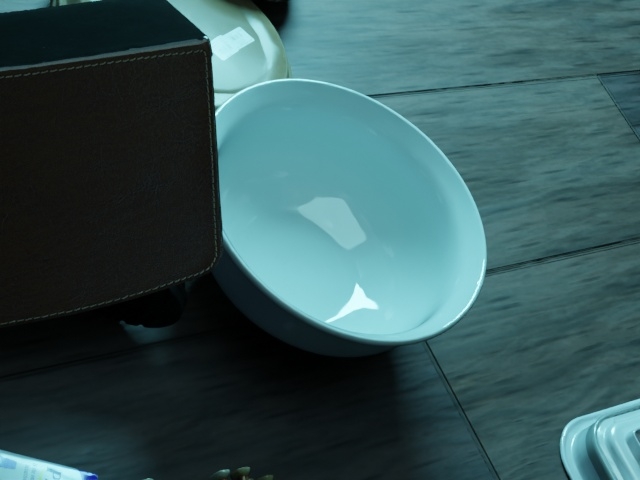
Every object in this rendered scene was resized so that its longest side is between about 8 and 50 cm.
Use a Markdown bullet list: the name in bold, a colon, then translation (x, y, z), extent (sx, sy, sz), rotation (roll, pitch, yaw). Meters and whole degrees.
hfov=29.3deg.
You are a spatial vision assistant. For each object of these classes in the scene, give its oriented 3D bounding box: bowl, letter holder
- **bowl**: translation (0.000, 0.000, 1.171), extent (0.297, 0.134, 0.298), rotation (15, 50, -19)
- **letter holder**: translation (-0.244, -0.059, 0.977), extent (0.301, 0.214, 0.152), rotation (-12, 28, -19)

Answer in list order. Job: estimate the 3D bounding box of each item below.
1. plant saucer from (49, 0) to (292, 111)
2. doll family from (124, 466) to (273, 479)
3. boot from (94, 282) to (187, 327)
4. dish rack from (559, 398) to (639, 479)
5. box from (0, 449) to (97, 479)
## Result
- **plant saucer**: translation (-0.147, -0.213, 1.294), extent (0.277, 0.041, 0.278), rotation (21, 41, -19)
- **doll family**: translation (-0.091, 0.244, 0.977), extent (0.193, 0.076, 0.111), rotation (-3, 62, -26)
- **boot**: translation (-0.206, -0.054, 1.117), extent (0.246, 0.094, 0.207), rotation (25, 51, -4)
- **dish rack**: translation (0.430, 0.271, 1.263), extent (0.332, 0.072, 0.286), rotation (-9, 62, -34)
- **box**: translation (-0.242, 0.213, 0.864), extent (0.137, 0.126, 0.072), rotation (19, 36, -18)
